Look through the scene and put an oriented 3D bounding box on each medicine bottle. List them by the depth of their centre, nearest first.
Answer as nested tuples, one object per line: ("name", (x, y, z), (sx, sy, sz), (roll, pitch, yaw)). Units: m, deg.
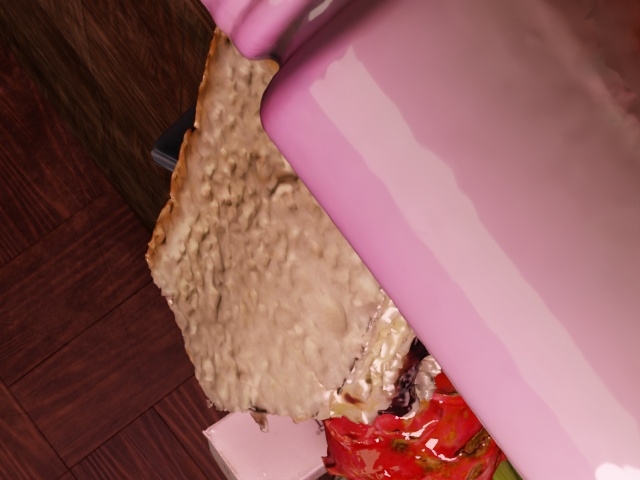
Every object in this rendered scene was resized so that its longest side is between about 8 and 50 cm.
("medicine bottle", (0.099, -0.060, 0.603), (0.388, 0.219, 0.219), (53, 169, -1))

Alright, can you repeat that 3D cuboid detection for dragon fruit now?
("dragon fruit", (0.100, 0.190, 1.486), (0.268, 0.210, 0.205), (55, -172, -40))

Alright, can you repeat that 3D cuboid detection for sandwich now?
("sandwich", (-0.001, 0.000, 1.089), (0.262, 0.131, 0.325), (44, 129, 35))

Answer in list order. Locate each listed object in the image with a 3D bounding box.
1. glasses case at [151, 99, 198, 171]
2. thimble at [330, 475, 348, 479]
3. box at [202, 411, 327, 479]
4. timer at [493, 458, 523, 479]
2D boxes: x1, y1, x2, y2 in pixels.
("glasses case", (-0.046, -0.070, 1.421), (0.266, 0.105, 0.056), (28, 130, 36))
("thimble", (0.134, 0.362, 1.779), (0.288, 0.167, 0.254), (36, -171, -45))
("box", (0.006, 0.199, 1.677), (0.116, 0.274, 0.203), (54, 170, 9))
("timer", (0.187, 0.249, 1.686), (0.128, 0.047, 0.140), (56, 170, -13))
